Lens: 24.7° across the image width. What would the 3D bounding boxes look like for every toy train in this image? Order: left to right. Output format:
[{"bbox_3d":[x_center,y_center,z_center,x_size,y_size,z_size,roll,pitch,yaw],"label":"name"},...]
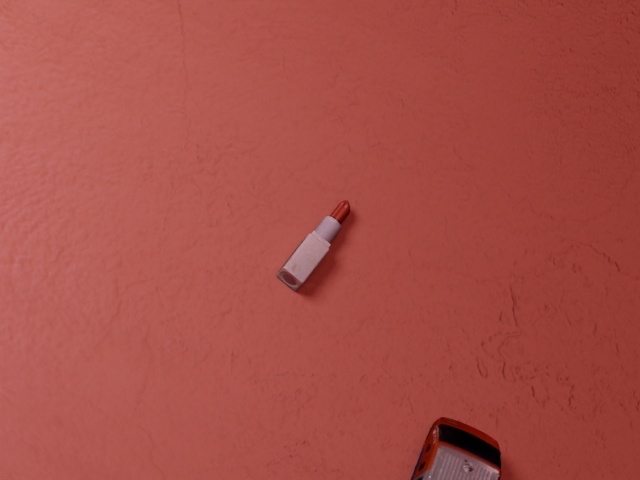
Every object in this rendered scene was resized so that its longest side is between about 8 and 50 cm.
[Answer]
[{"bbox_3d":[0.102,0.365,1.526,0.086,0.089,0.409,26,62,-5],"label":"toy train"}]

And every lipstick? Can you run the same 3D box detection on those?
[{"bbox_3d":[-0.001,-0.001,1.663,0.030,0.030,0.129,39,61,-3],"label":"lipstick"}]
